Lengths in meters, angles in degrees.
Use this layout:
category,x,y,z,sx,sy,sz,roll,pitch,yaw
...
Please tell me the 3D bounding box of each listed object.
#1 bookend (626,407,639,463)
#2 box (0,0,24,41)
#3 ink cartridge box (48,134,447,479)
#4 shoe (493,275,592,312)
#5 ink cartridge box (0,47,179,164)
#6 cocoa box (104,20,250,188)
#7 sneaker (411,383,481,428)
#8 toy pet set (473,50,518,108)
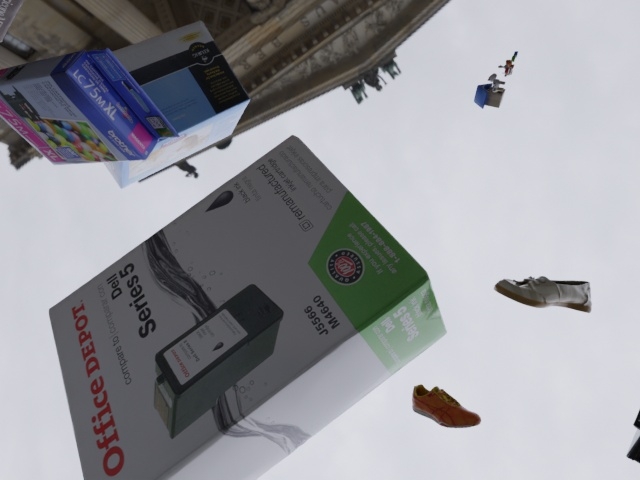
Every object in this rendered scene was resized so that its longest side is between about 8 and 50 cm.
category,x,y,z,sx,sy,sz,roll,pitch,yaw
bookend,0.507,0.331,0.643,0.157,0.072,0.156,29,-49,34
box,-0.769,-0.555,0.836,0.191,0.381,0.143,-21,-113,39
ink cartridge box,-0.067,0.070,0.389,0.273,0.115,0.198,-37,-127,-3
shoe,0.412,0.089,0.837,0.076,0.219,0.058,-146,-112,-67
ink cartridge box,-0.416,-0.215,0.778,0.311,0.186,0.065,1,-125,26
cocoa box,-0.391,-0.324,1.112,0.347,0.231,0.228,-35,-86,-26
sneaker,0.259,0.350,0.967,0.175,0.064,0.067,1,-88,52
toy pet set,0.412,-0.381,1.084,0.065,0.114,0.122,20,-135,20
